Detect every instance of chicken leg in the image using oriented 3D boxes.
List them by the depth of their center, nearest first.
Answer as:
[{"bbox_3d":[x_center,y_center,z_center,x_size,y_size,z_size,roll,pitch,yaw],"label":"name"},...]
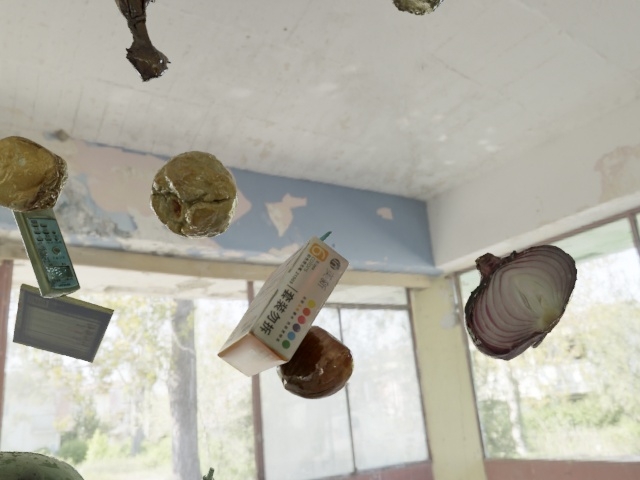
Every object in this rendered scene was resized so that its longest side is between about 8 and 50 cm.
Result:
[{"bbox_3d":[-0.352,-0.441,1.029,0.093,0.305,0.113,-11,-1,43],"label":"chicken leg"}]

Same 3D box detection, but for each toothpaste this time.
[{"bbox_3d":[-0.268,0.585,1.200,0.029,0.197,0.048,20,4,-14],"label":"toothpaste"}]

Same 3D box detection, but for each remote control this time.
[{"bbox_3d":[-0.614,0.015,1.236,0.038,0.234,0.098,-24,-7,19],"label":"remote control"}]

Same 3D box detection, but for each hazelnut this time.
[{"bbox_3d":[-0.014,0.253,1.134,0.150,0.151,0.150,-5,-17,-1],"label":"hazelnut"}]

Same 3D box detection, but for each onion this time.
[{"bbox_3d":[0.296,0.094,0.843,0.205,0.151,0.098,-36,-36,-12],"label":"onion"}]

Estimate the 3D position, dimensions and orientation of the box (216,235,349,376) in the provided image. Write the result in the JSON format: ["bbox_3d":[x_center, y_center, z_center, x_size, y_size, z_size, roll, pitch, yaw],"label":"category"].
[{"bbox_3d":[-0.077,0.133,1.026,0.091,0.221,0.274,37,-30,-6],"label":"box"}]

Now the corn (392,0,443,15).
[{"bbox_3d":[0.218,-0.524,0.879,0.131,0.345,0.131,30,-5,3],"label":"corn"}]

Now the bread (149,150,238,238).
[{"bbox_3d":[-0.330,-0.111,1.401,0.244,0.245,0.134,-19,12,37],"label":"bread"}]

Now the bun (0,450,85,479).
[{"bbox_3d":[-0.474,0.455,0.829,0.292,0.294,0.187,0,-4,-17],"label":"bun"}]

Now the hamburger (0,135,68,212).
[{"bbox_3d":[-0.568,-0.123,1.060,0.147,0.138,0.083,24,-8,2],"label":"hamburger"}]

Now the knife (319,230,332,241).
[{"bbox_3d":[0.000,0.000,1.477,0.091,0.014,0.005,-40,-11,-32],"label":"knife"}]

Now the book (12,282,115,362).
[{"bbox_3d":[-0.690,0.229,1.469,0.228,0.018,0.322,21,-42,-19],"label":"book"}]
